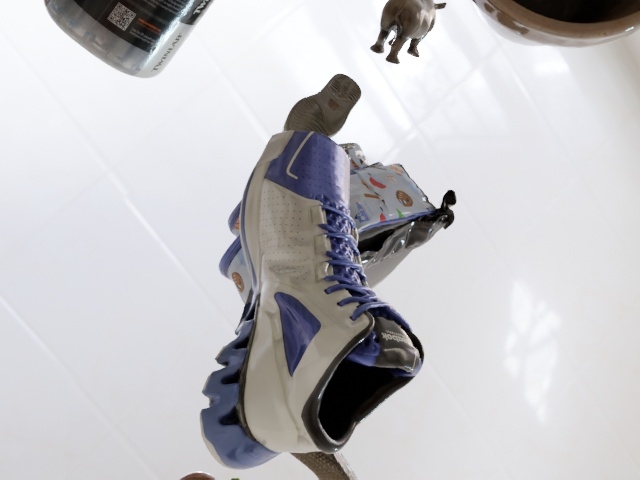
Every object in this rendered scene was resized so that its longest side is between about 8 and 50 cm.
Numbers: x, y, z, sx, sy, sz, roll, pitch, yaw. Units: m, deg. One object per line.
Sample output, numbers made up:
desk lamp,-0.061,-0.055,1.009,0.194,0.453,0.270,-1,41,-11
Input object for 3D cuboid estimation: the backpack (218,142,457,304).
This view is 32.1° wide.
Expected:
backpack,0.000,0.000,1.471,0.276,0.213,0.263,-53,163,29

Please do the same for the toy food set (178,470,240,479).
toy food set,-0.130,0.337,1.451,0.128,0.218,0.071,-4,-103,18

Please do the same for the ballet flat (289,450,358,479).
ballet flat,-0.027,0.245,1.346,0.058,0.250,0.084,-38,-145,1

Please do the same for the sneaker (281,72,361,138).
sneaker,-0.013,-0.186,1.859,0.118,0.083,0.222,-49,177,40

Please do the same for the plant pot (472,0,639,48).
plant pot,0.250,-0.310,1.199,0.263,0.263,0.229,-40,176,-7

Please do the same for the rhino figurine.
rhino figurine,0.151,-0.359,1.821,0.243,0.073,0.106,-39,150,-64

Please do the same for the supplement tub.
supplement tub,-0.221,-0.416,1.570,0.338,0.207,0.207,-50,-163,18

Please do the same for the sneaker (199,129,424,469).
sneaker,0.015,0.059,1.014,0.182,0.127,0.316,-3,-112,38
